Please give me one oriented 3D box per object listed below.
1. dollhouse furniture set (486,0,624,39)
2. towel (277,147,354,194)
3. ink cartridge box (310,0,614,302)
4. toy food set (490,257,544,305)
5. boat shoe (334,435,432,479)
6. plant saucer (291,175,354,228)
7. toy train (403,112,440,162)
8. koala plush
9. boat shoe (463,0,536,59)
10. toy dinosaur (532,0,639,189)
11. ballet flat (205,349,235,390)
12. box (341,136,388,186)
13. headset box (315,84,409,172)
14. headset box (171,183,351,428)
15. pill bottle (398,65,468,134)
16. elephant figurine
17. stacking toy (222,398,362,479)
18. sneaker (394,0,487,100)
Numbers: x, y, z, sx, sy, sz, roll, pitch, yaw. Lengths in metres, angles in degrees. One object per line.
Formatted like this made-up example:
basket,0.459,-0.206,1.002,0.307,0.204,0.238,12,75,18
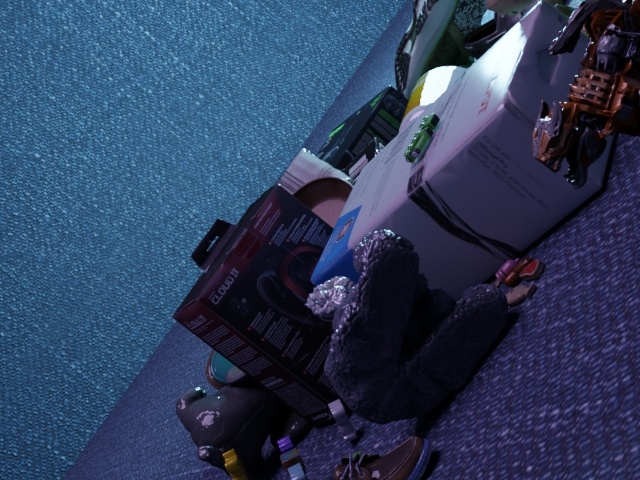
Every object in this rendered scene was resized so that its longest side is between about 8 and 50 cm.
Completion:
dollhouse furniture set,0.352,-0.373,1.776,0.212,0.242,0.161,147,130,-61
towel,-0.056,0.013,2.173,0.312,0.056,0.324,-58,26,4
ink cartridge box,0.195,-0.084,1.735,0.395,0.166,0.285,-43,13,38
toy food set,0.224,0.047,1.564,0.078,0.019,0.122,-56,11,-27
boat shoe,0.045,0.267,1.436,0.183,0.066,0.066,-47,11,23
plant saucer,0.000,0.000,2.018,0.199,0.036,0.198,-20,59,37
toy train,0.128,-0.129,1.665,0.024,0.017,0.083,-23,29,47
koala plush,0.076,0.102,1.567,0.203,0.196,0.221,-61,14,0
boat shoe,0.356,-0.407,2.438,0.233,0.079,0.084,-39,14,43
toy dinosaur,0.345,-0.175,1.256,0.322,0.218,0.164,-47,10,20
ballet flat,-0.100,0.166,2.361,0.342,0.116,0.124,-59,-8,-39
box,0.027,0.024,2.164,0.322,0.079,0.257,-46,27,26
headset box,0.071,-0.138,2.575,0.283,0.131,0.246,-56,12,-29
headset box,-0.044,0.083,1.834,0.218,0.293,0.110,-58,12,-28
pill bottle,0.198,-0.177,2.141,0.136,0.136,0.245,-46,11,28
elephant figurine,-0.080,0.222,1.932,0.239,0.169,0.186,-39,45,-2
stacking toy,-0.028,0.282,1.600,0.167,0.052,0.221,-26,17,-1
sneaker,0.256,-0.368,2.609,0.410,0.182,0.158,107,167,-50
